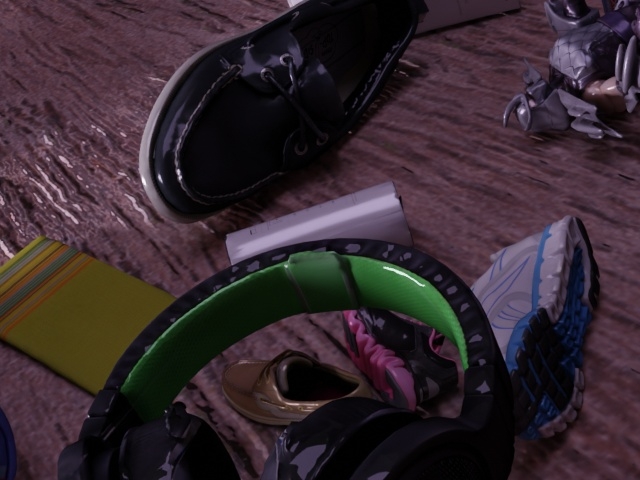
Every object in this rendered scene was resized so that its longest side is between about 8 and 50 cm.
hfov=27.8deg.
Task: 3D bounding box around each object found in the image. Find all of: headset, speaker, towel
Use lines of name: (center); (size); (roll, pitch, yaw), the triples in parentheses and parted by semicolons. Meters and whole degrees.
headset: (-0.036, 0.137, 0.659); (0.243, 0.185, 0.394); (-7, 45, 21)
speaker: (0.000, 0.000, 0.973); (0.136, 0.055, 0.055); (-19, 32, 1)
towel: (-0.195, 0.060, 1.026); (0.237, 0.021, 0.102); (20, 55, 45)

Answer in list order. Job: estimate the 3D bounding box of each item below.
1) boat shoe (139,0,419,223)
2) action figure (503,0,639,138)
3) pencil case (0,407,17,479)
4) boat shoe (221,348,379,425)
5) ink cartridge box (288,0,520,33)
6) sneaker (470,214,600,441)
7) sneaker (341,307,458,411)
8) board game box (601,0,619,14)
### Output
boat shoe: (-0.019, -0.130, 1.116); (0.113, 0.127, 0.340); (-7, 23, 41)
action figure: (0.257, -0.181, 1.030); (0.285, 0.099, 0.185); (-39, 36, 5)
pencil case: (-0.337, 0.110, 0.926); (0.133, 0.119, 0.306); (-12, 22, -37)
boat shoe: (-0.015, 0.094, 0.846); (0.135, 0.045, 0.050); (9, 42, 38)
ink cartridge box: (0.081, -0.279, 1.317); (0.219, 0.092, 0.160); (-13, 32, 12)
sneaker: (0.122, 0.061, 0.816); (0.083, 0.071, 0.190); (-16, 26, 29)
sneaker: (0.052, 0.068, 0.857); (0.057, 0.047, 0.119); (-20, 38, -13)
board game box: (0.356, -0.246, 1.149); (0.194, 0.060, 0.194); (0, 37, 28)
